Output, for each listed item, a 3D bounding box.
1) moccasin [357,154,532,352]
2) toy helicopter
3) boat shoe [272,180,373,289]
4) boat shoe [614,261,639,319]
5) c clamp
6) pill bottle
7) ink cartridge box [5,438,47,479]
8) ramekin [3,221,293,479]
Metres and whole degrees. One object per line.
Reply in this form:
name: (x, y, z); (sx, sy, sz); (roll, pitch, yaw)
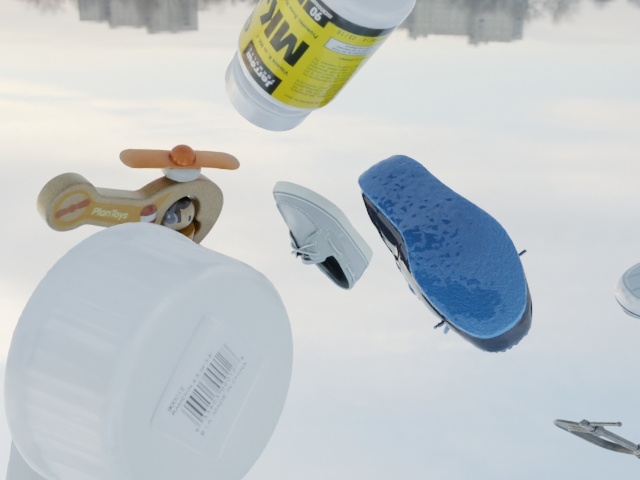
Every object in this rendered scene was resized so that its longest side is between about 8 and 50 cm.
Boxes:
moccasin: (0.158, 0.016, 1.033); (0.137, 0.117, 0.342); (-25, -140, 0)
toy helicopter: (-0.266, -0.056, 1.297); (0.140, 0.235, 0.355); (42, -163, 26)
boat shoe: (-0.001, 0.000, 1.243); (0.079, 0.227, 0.081); (7, -116, 40)
boat shoe: (0.549, 0.093, 1.286); (0.302, 0.094, 0.109); (0, -136, -27)
c clamp: (0.406, 0.281, 1.227); (0.160, 0.022, 0.137); (29, 160, -33)
pill bottle: (-0.009, -0.200, 0.839); (0.119, 0.119, 0.208); (-14, 163, -35)
ink cartridge box: (-0.255, 0.252, 1.143); (0.296, 0.261, 0.066); (6, 159, -15)
ramekin: (-0.150, 0.130, 0.846); (0.135, 0.277, 0.277); (14, -156, 36)
